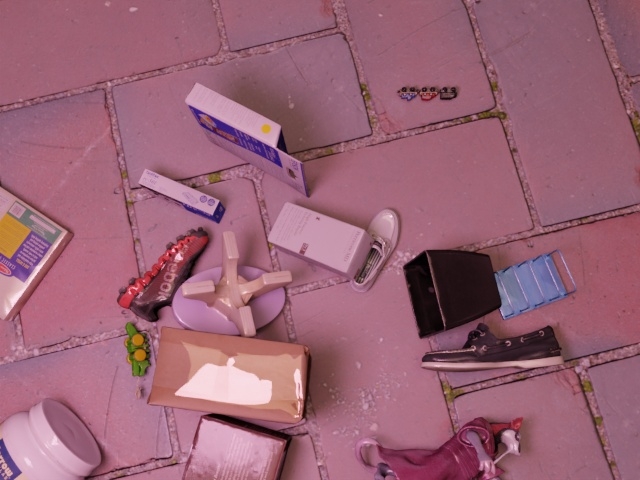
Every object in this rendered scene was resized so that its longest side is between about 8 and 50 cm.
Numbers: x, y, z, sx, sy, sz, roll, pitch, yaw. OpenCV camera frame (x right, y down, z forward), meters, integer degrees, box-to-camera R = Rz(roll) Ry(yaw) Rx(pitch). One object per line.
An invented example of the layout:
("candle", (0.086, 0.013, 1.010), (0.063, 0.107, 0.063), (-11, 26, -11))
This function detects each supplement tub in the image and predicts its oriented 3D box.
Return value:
("supplement tub", (-0.688, 0.536, 1.584), (0.325, 0.235, 0.235), (-40, 80, -6))

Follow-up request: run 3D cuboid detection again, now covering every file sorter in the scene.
("file sorter", (0.508, 0.104, 1.701), (0.170, 0.104, 0.118), (-20, 78, -2))

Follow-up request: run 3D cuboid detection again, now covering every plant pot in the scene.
("plant pot", (0.319, 0.120, 1.673), (0.167, 0.187, 0.188), (-8, 77, -12))

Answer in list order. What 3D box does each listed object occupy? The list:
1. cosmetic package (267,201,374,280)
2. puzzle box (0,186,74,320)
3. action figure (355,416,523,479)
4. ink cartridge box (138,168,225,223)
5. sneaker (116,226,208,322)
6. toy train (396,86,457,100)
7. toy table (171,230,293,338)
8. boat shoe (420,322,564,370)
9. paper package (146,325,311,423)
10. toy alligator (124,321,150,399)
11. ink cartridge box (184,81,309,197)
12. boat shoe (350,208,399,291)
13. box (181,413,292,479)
("cosmetic package", (0.000, 0.000, 1.717), (0.231, 0.085, 0.117), (20, 79, 27))
("puzzle box", (-0.874, -0.012, 1.799), (0.409, 0.052, 0.272), (32, 81, 8))
("action figure", (0.312, 0.511, 1.618), (0.370, 0.248, 0.276), (-32, 36, -17))
("ink cartridge box", (-0.348, -0.111, 1.778), (0.207, 0.097, 0.046), (23, 80, 6))
("sneaker", (-0.363, 0.092, 1.738), (0.135, 0.097, 0.276), (44, 80, 4))
("toy train", (0.280, -0.384, 1.852), (0.159, 0.027, 0.036), (1, 89, 2))
("toy table", (-0.201, 0.120, 1.646), (0.274, 0.161, 0.252), (-19, 75, -25))
("boat shoe", (0.401, 0.250, 1.664), (0.340, 0.127, 0.113), (-3, 77, 0))
("paper package", (-0.186, 0.307, 1.577), (0.325, 0.309, 0.168), (7, 77, 3))
("toy alligator", (-0.440, 0.291, 1.723), (0.051, 0.056, 0.189), (-2, 74, -40))
("ink cartridge box", (-0.153, -0.236, 1.694), (0.307, 0.303, 0.072), (27, 81, 6))
("boat shoe", (0.141, 0.022, 1.745), (0.083, 0.076, 0.226), (19, 79, 5))
("box", (-0.187, 0.503, 1.608), (0.203, 0.167, 0.168), (16, 80, 5))
